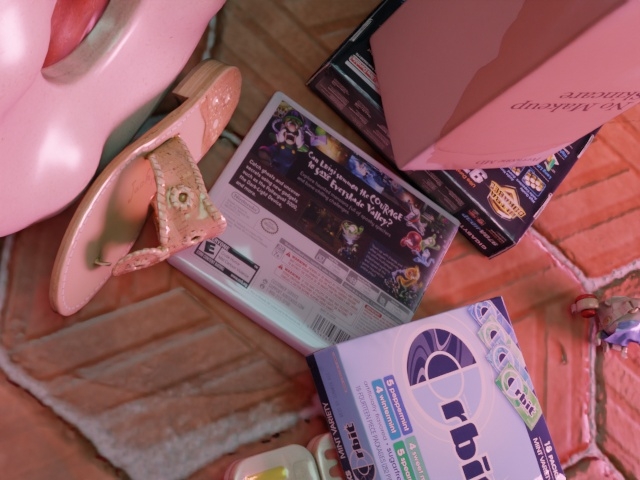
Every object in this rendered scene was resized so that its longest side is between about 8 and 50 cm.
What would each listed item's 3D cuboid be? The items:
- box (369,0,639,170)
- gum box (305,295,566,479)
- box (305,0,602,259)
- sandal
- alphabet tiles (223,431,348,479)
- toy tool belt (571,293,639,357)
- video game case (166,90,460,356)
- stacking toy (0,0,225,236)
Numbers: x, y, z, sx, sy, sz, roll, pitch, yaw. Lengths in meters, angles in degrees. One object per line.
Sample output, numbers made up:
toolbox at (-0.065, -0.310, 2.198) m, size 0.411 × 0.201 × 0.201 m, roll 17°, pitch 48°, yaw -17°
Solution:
box at (0.170, -0.157, 0.772) m, size 0.148 × 0.311 × 0.121 m, roll -4°, pitch 76°, yaw -23°
gum box at (0.092, 0.136, 0.831) m, size 0.184 × 0.041 × 0.157 m, roll -11°, pitch 79°, yaw -41°
box at (0.124, -0.121, 0.947) m, size 0.220 × 0.051 × 0.175 m, roll 43°, pitch 62°, yaw -6°
sandal at (-0.097, -0.036, 0.788) m, size 0.079 × 0.088 × 0.240 m, roll 20°, pitch 56°, yaw 15°
alphabet tiles at (0.028, 0.277, 0.768) m, size 0.278 × 0.021 × 0.284 m, roll -8°, pitch 77°, yaw -36°
toy tool belt at (0.259, 0.076, 0.944) m, size 0.083 × 0.052 × 0.051 m, roll 8°, pitch 62°, yaw -21°
video game case at (0.000, 0.000, 0.871) m, size 0.190 × 0.022 × 0.173 m, roll 35°, pitch 64°, yaw -9°
stacking toy at (-0.312, -0.251, 0.699) m, size 0.480 × 0.350 × 0.350 m, roll 31°, pitch 62°, yaw 7°
